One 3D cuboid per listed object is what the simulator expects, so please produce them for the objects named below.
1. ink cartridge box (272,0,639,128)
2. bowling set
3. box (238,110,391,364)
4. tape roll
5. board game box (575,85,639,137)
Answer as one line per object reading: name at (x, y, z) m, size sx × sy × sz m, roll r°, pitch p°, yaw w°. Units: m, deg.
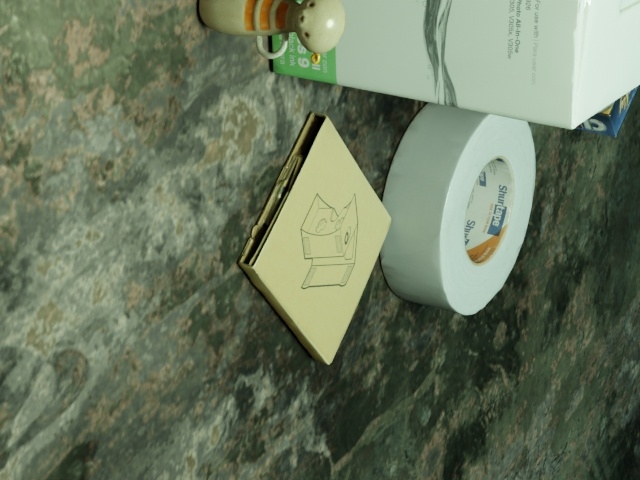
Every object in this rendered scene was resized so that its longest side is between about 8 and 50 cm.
ink cartridge box at (0.132, -0.199, 1.596) m, size 0.211 × 0.289 × 0.122 m, roll -32°, pitch 129°, yaw -52°
bowling set at (-0.035, -0.283, 1.400) m, size 0.200 × 0.154 × 0.287 m, roll 3°, pitch 99°, yaw -62°
box at (0.000, 0.000, 1.733) m, size 0.164 × 0.021 × 0.201 m, roll -65°, pitch 149°, yaw -20°
tape roll at (0.143, -0.037, 1.921) m, size 0.219 × 0.072 × 0.219 m, roll -33°, pitch 129°, yaw -52°
board game box at (0.278, -0.232, 1.979) m, size 0.243 × 0.165 × 0.042 m, roll -63°, pitch 149°, yaw -22°
